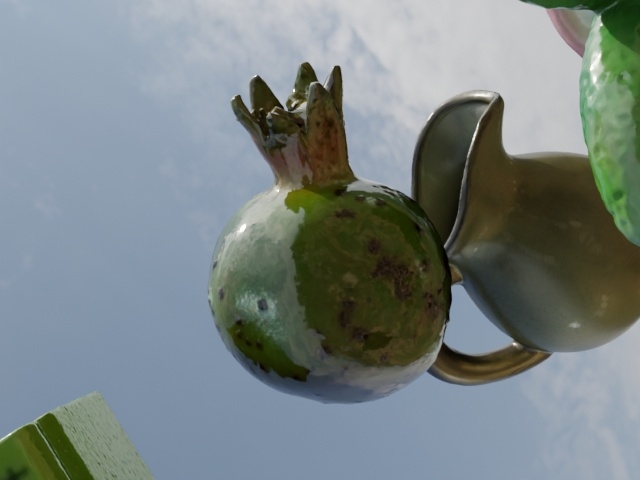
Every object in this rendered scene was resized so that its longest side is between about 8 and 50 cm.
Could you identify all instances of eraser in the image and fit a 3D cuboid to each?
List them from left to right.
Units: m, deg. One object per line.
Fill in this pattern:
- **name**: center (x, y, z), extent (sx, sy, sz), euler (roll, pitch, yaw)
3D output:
- **eraser**: center (-0.173, 0.272, 0.772), extent (0.274, 0.092, 0.210), euler (59, -179, 4)

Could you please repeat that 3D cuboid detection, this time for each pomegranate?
- **pomegranate**: center (0.009, 0.010, 0.798), extent (0.231, 0.231, 0.285), euler (-64, -22, -52)

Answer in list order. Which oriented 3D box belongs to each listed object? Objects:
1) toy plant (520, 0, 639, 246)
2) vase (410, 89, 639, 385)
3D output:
- **toy plant**: center (0.290, -0.208, 0.787), extent (0.317, 0.211, 0.356), euler (58, -137, -10)
- **vase**: center (0.221, 0.026, 1.101), extent (0.302, 0.329, 0.241), euler (26, -172, -20)
